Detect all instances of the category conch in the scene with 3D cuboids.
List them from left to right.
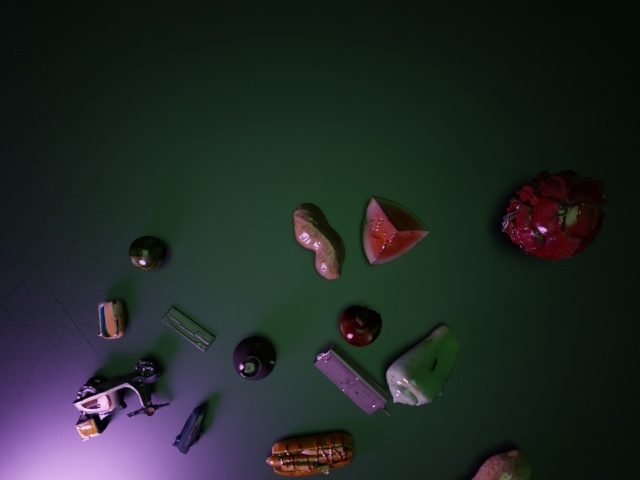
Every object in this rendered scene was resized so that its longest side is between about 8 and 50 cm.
[{"bbox_3d":[0.296,0.365,1.496,0.250,0.137,0.143,-29,62,-22],"label":"conch"}]

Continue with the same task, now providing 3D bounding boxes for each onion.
[{"bbox_3d":[0.109,0.240,1.483,0.117,0.118,0.119,16,87,21],"label":"onion"}]

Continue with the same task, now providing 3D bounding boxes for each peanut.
[{"bbox_3d":[0.000,0.000,1.498,0.103,0.098,0.230,-34,88,38],"label":"peanut"},{"bbox_3d":[0.481,0.693,1.482,0.274,0.111,0.125,-43,94,-3],"label":"peanut"}]

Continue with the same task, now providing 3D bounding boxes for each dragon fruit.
[{"bbox_3d":[0.648,-0.079,1.456,0.298,0.244,0.244,-37,90,-6],"label":"dragon fruit"}]

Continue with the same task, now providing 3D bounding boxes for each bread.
[{"bbox_3d":[-0.576,0.220,1.485,0.072,0.053,0.106,-9,85,20],"label":"bread"}]

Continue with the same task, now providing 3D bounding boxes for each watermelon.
[{"bbox_3d":[-0.481,0.033,1.474,0.108,0.109,0.109,0,88,-3],"label":"watermelon"},{"bbox_3d":[0.191,-0.014,1.512,0.192,0.137,0.145,31,122,-1],"label":"watermelon"}]

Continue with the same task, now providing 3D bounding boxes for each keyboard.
[{"bbox_3d":[-0.373,0.250,1.512,0.155,0.010,0.053,37,86,0],"label":"keyboard"}]

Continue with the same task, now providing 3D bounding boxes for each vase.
[{"bbox_3d":[-0.181,0.324,1.431,0.120,0.183,0.120,0,88,-1],"label":"vase"}]

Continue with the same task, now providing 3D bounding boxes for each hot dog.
[{"bbox_3d":[-0.027,0.598,1.482,0.250,0.076,0.104,-5,89,-5],"label":"hot dog"}]

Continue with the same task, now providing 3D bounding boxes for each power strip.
[{"bbox_3d":[0.100,0.401,1.495,0.268,0.034,0.092,42,123,0],"label":"power strip"}]

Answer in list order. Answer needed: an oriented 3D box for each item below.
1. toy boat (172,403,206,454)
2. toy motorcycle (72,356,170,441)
[{"bbox_3d":[-0.352,0.516,1.480,0.060,0.055,0.141,28,86,-24],"label":"toy boat"},{"bbox_3d":[-0.545,0.428,1.462,0.262,0.091,0.157,-21,97,-1],"label":"toy motorcycle"}]
